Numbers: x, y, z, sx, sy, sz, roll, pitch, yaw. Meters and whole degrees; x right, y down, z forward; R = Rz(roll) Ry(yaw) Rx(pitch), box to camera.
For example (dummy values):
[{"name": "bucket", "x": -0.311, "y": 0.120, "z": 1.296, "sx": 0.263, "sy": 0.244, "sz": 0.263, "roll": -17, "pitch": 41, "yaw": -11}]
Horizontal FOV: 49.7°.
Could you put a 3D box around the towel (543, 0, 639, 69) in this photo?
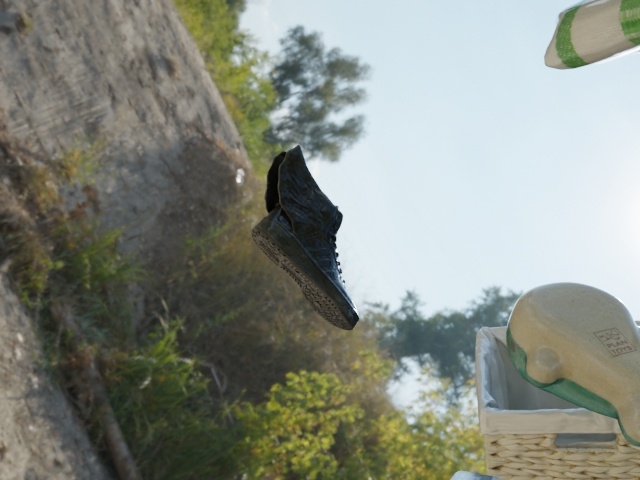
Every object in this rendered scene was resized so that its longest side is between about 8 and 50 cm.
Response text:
[{"name": "towel", "x": 0.282, "y": -0.113, "z": 0.250, "sx": 0.324, "sy": 0.247, "sz": 0.038, "roll": 8, "pitch": -67, "yaw": 55}]

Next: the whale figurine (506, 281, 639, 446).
[{"name": "whale figurine", "x": 0.368, "y": 0.178, "z": 0.939, "sx": 0.272, "sy": 0.216, "sz": 0.141, "roll": -124, "pitch": -148, "yaw": -47}]

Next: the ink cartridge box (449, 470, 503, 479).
[{"name": "ink cartridge box", "x": 0.121, "y": 0.387, "z": 0.616, "sx": 0.303, "sy": 0.072, "sz": 0.308, "roll": 31, "pitch": 64, "yaw": -71}]

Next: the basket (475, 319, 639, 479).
[{"name": "basket", "x": 0.447, "y": 0.326, "z": 1.213, "sx": 0.331, "sy": 0.328, "sz": 0.267, "roll": -54, "pitch": 137, "yaw": -69}]

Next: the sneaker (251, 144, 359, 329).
[{"name": "sneaker", "x": -0.001, "y": 0.000, "z": 0.665, "sx": 0.170, "sy": 0.089, "sz": 0.051, "roll": 48, "pitch": -27, "yaw": -18}]
